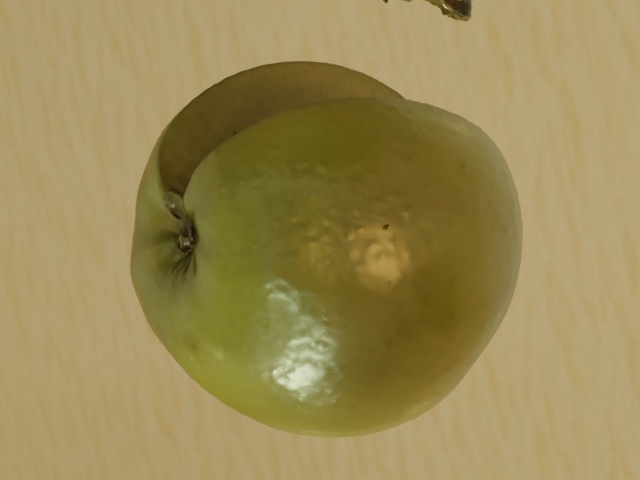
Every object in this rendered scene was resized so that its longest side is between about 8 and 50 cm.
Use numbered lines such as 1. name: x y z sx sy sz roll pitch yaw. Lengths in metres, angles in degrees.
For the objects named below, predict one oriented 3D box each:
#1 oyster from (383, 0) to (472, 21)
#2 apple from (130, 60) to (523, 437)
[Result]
1. oyster: 0.006 -0.231 0.776 0.079 0.128 0.345 -33 135 18
2. apple: 0.000 0.000 1.059 0.254 0.291 0.292 4 178 -30
